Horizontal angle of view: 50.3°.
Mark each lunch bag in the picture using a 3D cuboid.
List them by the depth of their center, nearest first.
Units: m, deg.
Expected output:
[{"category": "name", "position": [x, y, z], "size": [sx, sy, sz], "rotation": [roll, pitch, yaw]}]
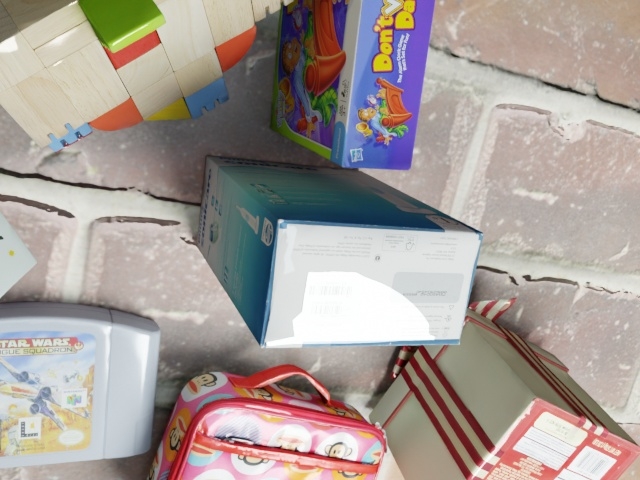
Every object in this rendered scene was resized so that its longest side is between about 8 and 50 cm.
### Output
[{"category": "lunch bag", "position": [-0.064, 0.290, 0.900], "size": [0.293, 0.120, 0.258], "rotation": [18, 96, -27]}]

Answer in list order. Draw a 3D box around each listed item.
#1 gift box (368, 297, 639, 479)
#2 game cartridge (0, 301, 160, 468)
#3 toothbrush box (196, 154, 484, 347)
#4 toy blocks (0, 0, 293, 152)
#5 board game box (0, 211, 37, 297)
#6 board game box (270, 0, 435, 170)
[{"category": "gift box", "position": [0.259, 0.247, 0.961], "size": [0.255, 0.258, 0.276], "rotation": [33, 101, -27]}, {"category": "game cartridge", "position": [-0.345, 0.172, 0.810], "size": [0.297, 0.062, 0.198], "rotation": [1, 111, -22]}, {"category": "toothbrush box", "position": [0.000, 0.000, 0.755], "size": [0.216, 0.295, 0.126], "rotation": [3, 107, -24]}, {"category": "toy blocks", "position": [-0.169, -0.204, 0.655], "size": [0.381, 0.261, 0.191], "rotation": [-33, 75, -9]}, {"category": "board game box", "position": [-0.427, -0.020, 0.583], "size": [0.224, 0.303, 0.097], "rotation": [63, 37, -27]}, {"category": "board game box", "position": [0.032, -0.268, 0.712], "size": [0.078, 0.233, 0.347], "rotation": [-1, 107, -22]}]
